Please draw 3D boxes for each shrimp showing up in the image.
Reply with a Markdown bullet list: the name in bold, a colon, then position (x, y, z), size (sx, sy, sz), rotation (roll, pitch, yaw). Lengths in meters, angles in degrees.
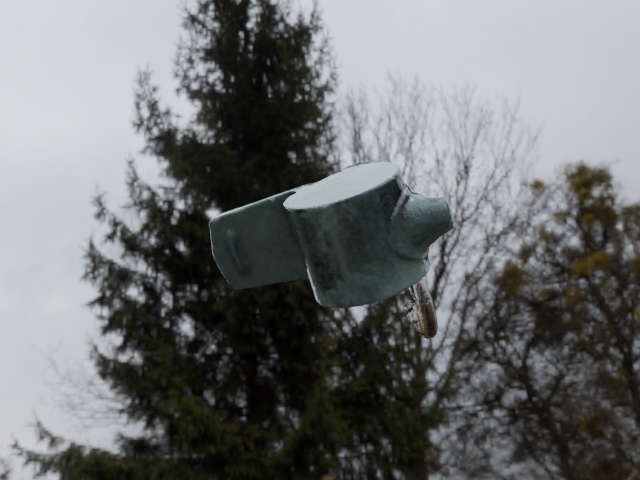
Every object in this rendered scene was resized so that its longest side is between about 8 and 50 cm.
- **shrimp**: position (0.184, 0.110, 1.605), size (0.052, 0.143, 0.251), rotation (-13, -1, -6)

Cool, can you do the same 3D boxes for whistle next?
- **whistle**: position (0.007, -0.012, 1.344), size (0.405, 0.168, 0.188), rotation (0, 25, 47)
